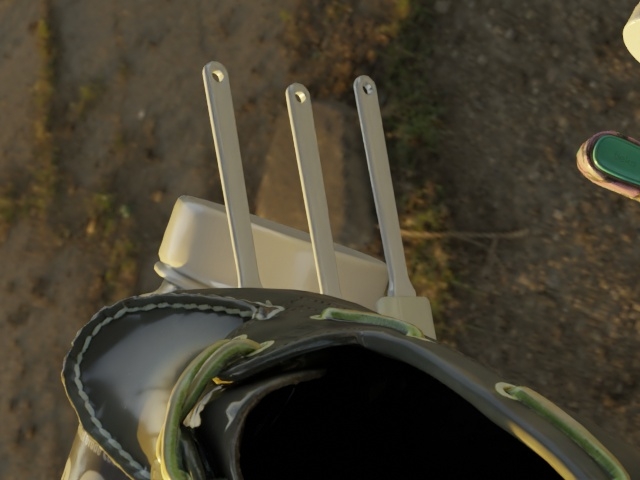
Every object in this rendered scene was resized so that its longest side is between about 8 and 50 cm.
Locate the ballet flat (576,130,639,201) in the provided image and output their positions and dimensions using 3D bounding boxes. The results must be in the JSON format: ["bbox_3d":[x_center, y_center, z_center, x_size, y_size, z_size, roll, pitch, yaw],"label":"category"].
[{"bbox_3d":[0.397,-0.063,1.554,0.079,0.221,0.077,137,155,-83],"label":"ballet flat"}]

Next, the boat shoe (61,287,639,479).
[{"bbox_3d":[0.003,0.071,0.463,0.305,0.091,0.109,18,79,43],"label":"boat shoe"}]

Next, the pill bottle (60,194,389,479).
[{"bbox_3d":[-0.083,0.162,1.025,0.204,0.204,0.361,21,93,47],"label":"pill bottle"}]

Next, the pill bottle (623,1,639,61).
[{"bbox_3d":[0.327,-0.226,1.099,0.108,0.108,0.193,16,66,47],"label":"pill bottle"}]

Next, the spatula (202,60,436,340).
[{"bbox_3d":[0.000,0.000,0.849,0.019,0.168,0.242,-29,66,51],"label":"spatula"}]
